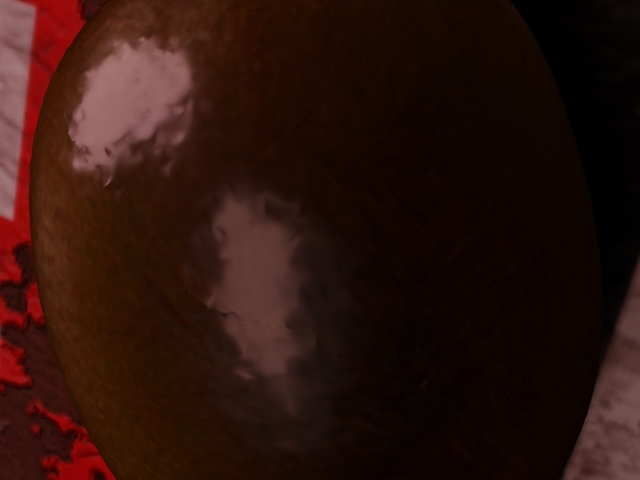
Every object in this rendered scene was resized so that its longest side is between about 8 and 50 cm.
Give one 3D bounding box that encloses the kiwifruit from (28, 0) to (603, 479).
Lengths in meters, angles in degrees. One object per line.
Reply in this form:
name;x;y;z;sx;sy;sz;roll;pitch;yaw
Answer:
kiwifruit;0.000;0.000;0.592;0.196;0.196;0.234;2;112;25
